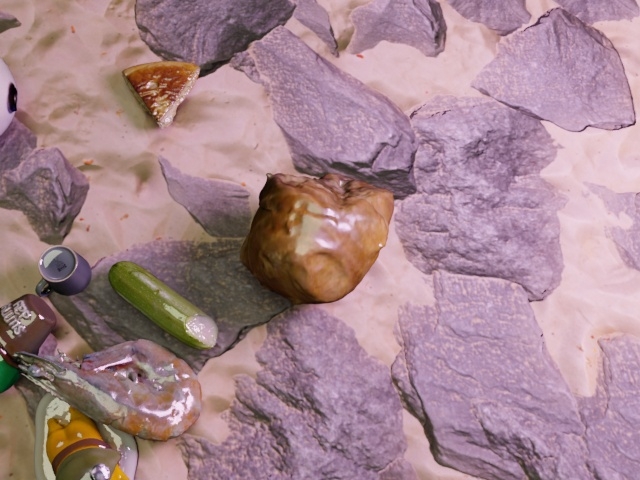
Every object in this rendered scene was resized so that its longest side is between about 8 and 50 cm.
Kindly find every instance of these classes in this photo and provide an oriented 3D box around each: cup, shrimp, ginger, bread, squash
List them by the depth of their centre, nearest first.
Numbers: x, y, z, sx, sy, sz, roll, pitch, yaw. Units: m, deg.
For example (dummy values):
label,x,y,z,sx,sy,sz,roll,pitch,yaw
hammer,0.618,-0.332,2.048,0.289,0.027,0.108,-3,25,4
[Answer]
label,x,y,z,sx,sy,sz,roll,pitch,yaw
shrimp,-0.344,0.225,1.145,0.316,0.062,0.164,23,47,-11
ginger,0.003,0.001,1.200,0.269,0.200,0.223,1,105,-42
squash,-0.276,0.115,1.208,0.238,0.069,0.069,35,73,8
cup,-0.461,0.059,1.209,0.078,0.077,0.100,41,74,10
bread,-0.329,-0.301,1.349,0.135,0.054,0.154,24,66,3

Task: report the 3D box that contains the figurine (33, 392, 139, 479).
label,x,y,z,sx,sy,sz,roll,pitch,yaw
figurine,-0.392,0.339,1.089,0.166,0.141,0.250,-32,76,-12

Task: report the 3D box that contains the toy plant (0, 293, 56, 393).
label,x,y,z,sx,sy,sz,roll,pitch,yaw
toy plant,-0.543,0.177,1.156,0.200,0.105,0.143,-41,68,-3

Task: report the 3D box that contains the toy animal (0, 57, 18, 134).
label,x,y,z,sx,sy,sz,roll,pitch,yaw
toy animal,-0.689,-0.252,1.239,0.266,0.212,0.213,-37,78,-18
